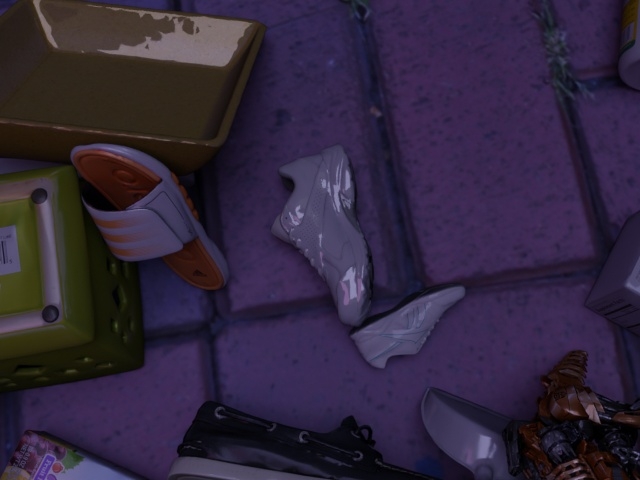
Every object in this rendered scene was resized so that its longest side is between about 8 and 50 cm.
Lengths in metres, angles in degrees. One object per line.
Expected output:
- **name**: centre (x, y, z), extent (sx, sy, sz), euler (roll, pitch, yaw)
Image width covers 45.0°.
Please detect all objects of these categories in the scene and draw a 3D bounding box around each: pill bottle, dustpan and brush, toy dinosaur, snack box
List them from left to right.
- **snack box**: centre (-0.268, 0.331, 0.857), extent (0.207, 0.070, 0.175), euler (22, 76, 3)
- **dustpan and brush**: centre (0.175, 0.230, 0.827), extent (0.147, 0.211, 0.060), euler (22, 93, 5)
- **toy dinosaur**: centre (0.290, 0.205, 0.783), extent (0.218, 0.164, 0.322), euler (18, 48, 1)
- **pill bottle**: centre (0.455, -0.309, 1.004), extent (0.117, 0.117, 0.209), euler (9, 75, 2)

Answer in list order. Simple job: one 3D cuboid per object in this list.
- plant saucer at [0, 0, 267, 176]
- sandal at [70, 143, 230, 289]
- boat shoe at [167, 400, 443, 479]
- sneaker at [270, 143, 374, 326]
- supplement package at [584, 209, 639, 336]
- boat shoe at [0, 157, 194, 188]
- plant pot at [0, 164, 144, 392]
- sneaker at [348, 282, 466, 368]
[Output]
- **plant saucer**: centre (-0.249, -0.181, 0.920), extent (0.332, 0.081, 0.333), euler (7, 37, 1)
- **sandal**: centre (-0.179, -0.001, 0.847), extent (0.101, 0.265, 0.076), euler (-2, 53, 26)
- **boat shoe**: centre (0.010, 0.247, 0.859), extent (0.339, 0.127, 0.113), euler (7, 53, 4)
- **sneaker**: centre (0.000, 0.000, 0.945), extent (0.115, 0.090, 0.232), euler (-12, 67, 3)
- **supplement package**: centre (0.463, 0.069, 0.897), extent (0.244, 0.134, 0.139), euler (30, 77, 7)
- **boat shoe**: centre (-0.288, -0.108, 0.963), extent (0.267, 0.096, 0.088), euler (2, 80, 8)
- **plant pot**: centre (-0.338, 0.042, 0.862), extent (0.228, 0.207, 0.227), euler (-10, 76, -2)
- **sneaker**: centre (0.112, 0.100, 0.935), extent (0.152, 0.053, 0.061), euler (-28, 93, -5)
